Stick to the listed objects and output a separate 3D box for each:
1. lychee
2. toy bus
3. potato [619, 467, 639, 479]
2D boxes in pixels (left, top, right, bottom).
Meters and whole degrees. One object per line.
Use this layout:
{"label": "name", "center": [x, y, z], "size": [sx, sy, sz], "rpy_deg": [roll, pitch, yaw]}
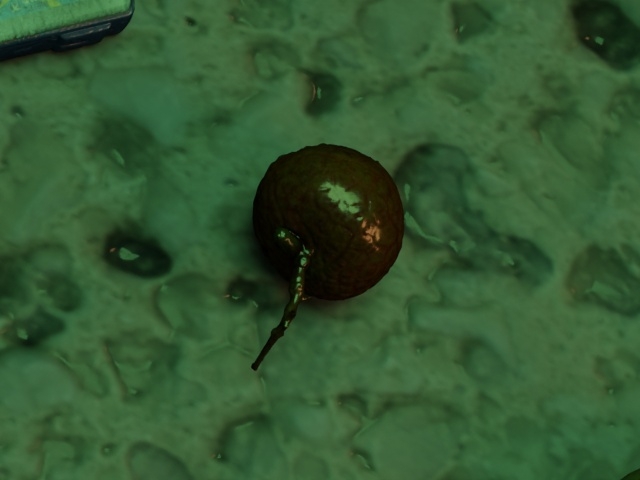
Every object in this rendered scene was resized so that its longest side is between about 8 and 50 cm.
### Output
{"label": "lychee", "center": [0.005, -0.003, 1.285], "size": [0.101, 0.114, 0.140], "rpy_deg": [0, 40, 2]}
{"label": "toy bus", "center": [-0.200, -0.156, 1.324], "size": [0.153, 0.051, 0.061], "rpy_deg": [-16, 84, -23]}
{"label": "potato", "center": [0.268, 0.186, 1.291], "size": [0.188, 0.085, 0.105], "rpy_deg": [-16, 93, -27]}
